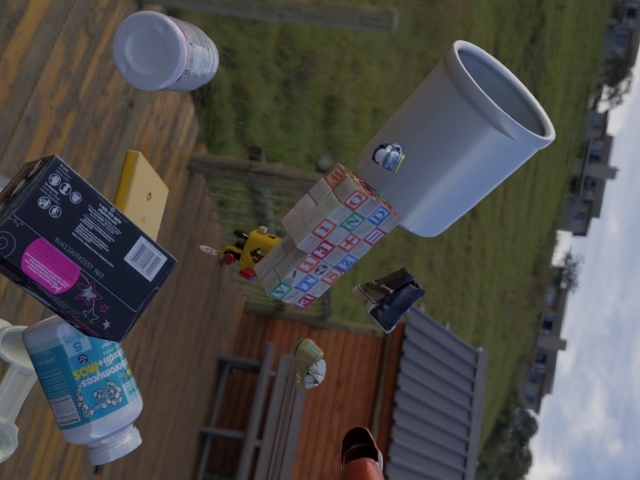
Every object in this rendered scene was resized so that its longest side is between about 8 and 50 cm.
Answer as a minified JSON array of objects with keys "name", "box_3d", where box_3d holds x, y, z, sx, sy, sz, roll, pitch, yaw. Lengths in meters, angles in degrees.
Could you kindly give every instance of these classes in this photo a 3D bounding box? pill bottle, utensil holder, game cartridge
[{"name":"pill bottle","box_3d":[-0.402,0.249,1.221,0.146,0.146,0.264,-44,114,-79]},{"name":"utensil holder","box_3d":[0.323,-0.240,1.744,0.385,0.328,0.327,-47,-166,33]},{"name":"game cartridge","box_3d":[-0.540,-0.059,2.045,0.285,0.053,0.323,75,25,-71]},{"name":"pill bottle","box_3d":[-0.330,-0.409,1.550,0.283,0.161,0.160,-51,149,-76]}]

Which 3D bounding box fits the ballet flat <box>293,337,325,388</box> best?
[{"name":"ballet flat","box_3d":[-0.024,0.312,1.672,0.080,0.073,0.232,-52,160,-26]}]

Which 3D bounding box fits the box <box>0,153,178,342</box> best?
[{"name":"box","box_3d":[-0.372,0.015,1.048,0.247,0.142,0.163,46,61,-30]}]

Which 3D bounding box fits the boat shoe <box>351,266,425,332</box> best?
[{"name":"boat shoe","box_3d":[0.191,0.147,1.930,0.158,0.127,0.340,-43,-170,0]}]

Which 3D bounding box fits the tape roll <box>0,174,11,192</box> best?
[{"name":"tape roll","box_3d":[-0.703,-0.036,1.442,0.219,0.072,0.219,-49,-155,34]}]

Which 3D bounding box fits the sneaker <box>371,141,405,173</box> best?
[{"name":"sneaker","box_3d":[0.138,-0.180,1.454,0.144,0.059,0.053,-84,-164,-76]}]

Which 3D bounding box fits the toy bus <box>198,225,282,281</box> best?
[{"name":"toy bus","box_3d":[-0.144,0.020,1.619,0.202,0.191,0.104,14,102,-40]}]

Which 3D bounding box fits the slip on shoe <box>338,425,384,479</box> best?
[{"name":"slip on shoe","box_3d":[0.085,0.504,1.444,0.331,0.123,0.101,-90,166,-70]}]

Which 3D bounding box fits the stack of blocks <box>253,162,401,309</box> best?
[{"name":"stack of blocks","box_3d":[0.000,0.000,1.458,0.171,0.297,0.087,29,22,-47]}]

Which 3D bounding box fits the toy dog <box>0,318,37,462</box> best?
[{"name":"toy dog","box_3d":[-0.831,0.266,1.468,0.395,0.408,0.284,33,68,-52]}]
